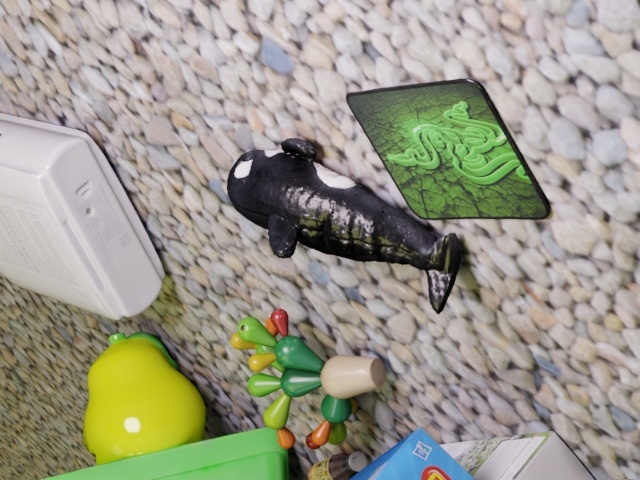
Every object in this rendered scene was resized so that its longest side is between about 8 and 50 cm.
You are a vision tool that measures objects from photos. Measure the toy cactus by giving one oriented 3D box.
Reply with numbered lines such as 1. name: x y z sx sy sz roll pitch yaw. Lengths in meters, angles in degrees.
1. toy cactus: -0.002 0.158 1.851 0.180 0.112 0.219 -10 120 35

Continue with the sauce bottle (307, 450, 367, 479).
1. sauce bottle: 0.023 0.290 2.027 0.042 0.042 0.128 46 151 -1

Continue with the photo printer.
1. photo printer: -0.359 -0.038 2.032 0.307 0.107 0.256 13 138 46

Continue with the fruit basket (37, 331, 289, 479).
1. fruit basket: -0.224 0.326 2.161 0.392 0.392 0.283 32 149 24

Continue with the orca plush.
1. orca plush: 0.000 0.000 1.600 0.287 0.102 0.151 33 152 22

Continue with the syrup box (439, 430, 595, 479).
1. syrup box: 0.187 0.279 1.735 0.096 0.093 0.237 50 152 -10

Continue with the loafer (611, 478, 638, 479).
1. loafer: 0.380 0.351 1.566 0.111 0.112 0.319 -10 128 51

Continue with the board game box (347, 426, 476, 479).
1. board game box: 0.141 0.369 1.719 0.302 0.086 0.308 44 154 2

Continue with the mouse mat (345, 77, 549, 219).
1. mouse mat: 0.112 -0.079 1.454 0.189 0.007 0.153 -1 127 53
